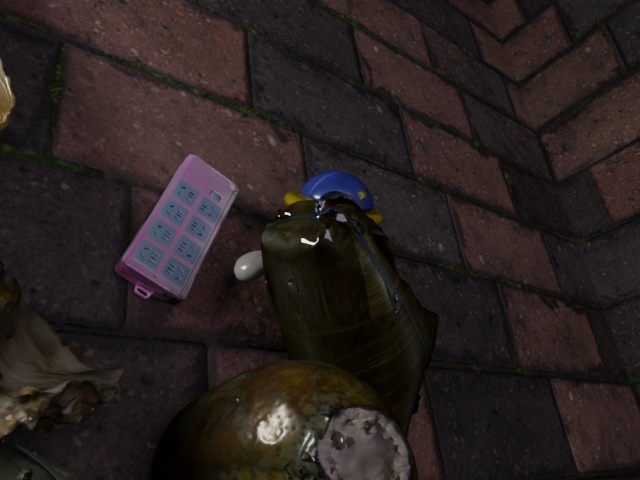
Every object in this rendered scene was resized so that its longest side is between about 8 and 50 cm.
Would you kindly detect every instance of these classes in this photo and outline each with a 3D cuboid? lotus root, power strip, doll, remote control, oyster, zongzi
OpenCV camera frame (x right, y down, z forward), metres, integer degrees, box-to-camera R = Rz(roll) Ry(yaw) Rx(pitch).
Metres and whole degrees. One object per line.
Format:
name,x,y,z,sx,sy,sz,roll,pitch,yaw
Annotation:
lotus root,-0.042,0.267,0.638,0.250,0.346,0.251,16,59,-29
power strip,-0.221,-0.024,0.872,0.109,0.037,0.279,36,45,-20
doll,-0.026,-0.008,0.960,0.310,0.243,0.159,-3,34,-44
remote control,-0.230,0.272,0.549,0.038,0.098,0.234,-54,150,-26
oyster,-0.297,0.103,0.504,0.111,0.396,0.204,-38,94,-11
zongzi,0.090,0.077,0.916,0.432,0.207,0.404,-38,118,-51

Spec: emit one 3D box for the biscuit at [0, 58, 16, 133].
biscuit,-0.596,-0.265,0.611,0.446,0.104,0.430,-13,66,-45
